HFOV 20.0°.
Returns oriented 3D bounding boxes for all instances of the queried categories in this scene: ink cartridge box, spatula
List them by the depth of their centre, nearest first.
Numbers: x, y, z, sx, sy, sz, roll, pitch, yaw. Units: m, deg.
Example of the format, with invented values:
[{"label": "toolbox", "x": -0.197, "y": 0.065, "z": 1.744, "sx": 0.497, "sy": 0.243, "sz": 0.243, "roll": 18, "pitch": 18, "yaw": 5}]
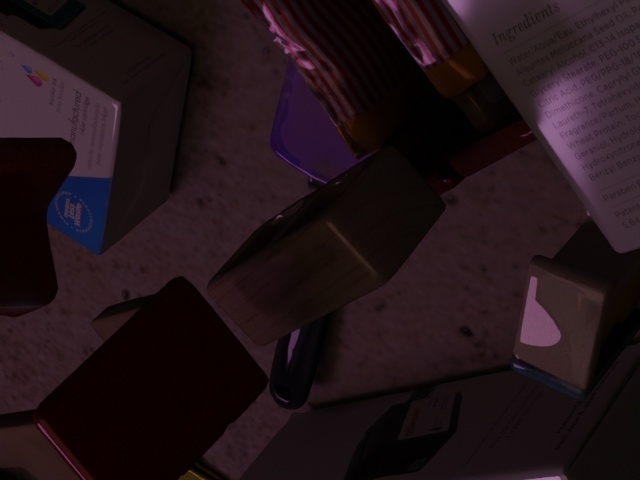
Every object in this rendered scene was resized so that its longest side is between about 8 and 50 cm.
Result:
[{"label": "spatula", "x": 0.000, "y": 0.000, "z": 1.120, "sx": 0.084, "sy": 0.030, "sz": 0.296, "roll": 26, "pitch": 135, "yaw": 17}, {"label": "ink cartridge box", "x": 0.109, "y": 0.209, "z": 1.121, "sx": 0.307, "sy": 0.129, "sz": 0.223, "roll": -17, "pitch": 112, "yaw": 45}, {"label": "ink cartridge box", "x": -0.202, "y": -0.110, "z": 1.160, "sx": 0.231, "sy": 0.078, "sz": 0.134, "roll": 31, "pitch": 136, "yaw": 17}]

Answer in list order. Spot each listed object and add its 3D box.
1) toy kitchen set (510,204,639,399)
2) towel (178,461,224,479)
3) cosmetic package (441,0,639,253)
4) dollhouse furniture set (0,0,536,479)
[{"label": "toy kitchen set", "x": 0.221, "y": 0.051, "z": 0.882, "sx": 0.207, "sy": 0.166, "sz": 0.122, "roll": 21, "pitch": 133, "yaw": 25}, {"label": "towel", "x": -0.141, "y": 0.237, "z": 1.421, "sx": 0.102, "sy": 0.021, "sz": 0.237, "roll": 29, "pitch": 132, "yaw": 9}, {"label": "cosmetic package", "x": 0.166, "y": -0.124, "z": 0.799, "sx": 0.151, "sy": 0.151, "sz": 0.184, "roll": -25, "pitch": 106, "yaw": 46}, {"label": "dollhouse furniture set", "x": -0.030, "y": -0.060, "z": 0.845, "sx": 0.201, "sy": 0.374, "sz": 0.152, "roll": 50, "pitch": 143, "yaw": -7}]
